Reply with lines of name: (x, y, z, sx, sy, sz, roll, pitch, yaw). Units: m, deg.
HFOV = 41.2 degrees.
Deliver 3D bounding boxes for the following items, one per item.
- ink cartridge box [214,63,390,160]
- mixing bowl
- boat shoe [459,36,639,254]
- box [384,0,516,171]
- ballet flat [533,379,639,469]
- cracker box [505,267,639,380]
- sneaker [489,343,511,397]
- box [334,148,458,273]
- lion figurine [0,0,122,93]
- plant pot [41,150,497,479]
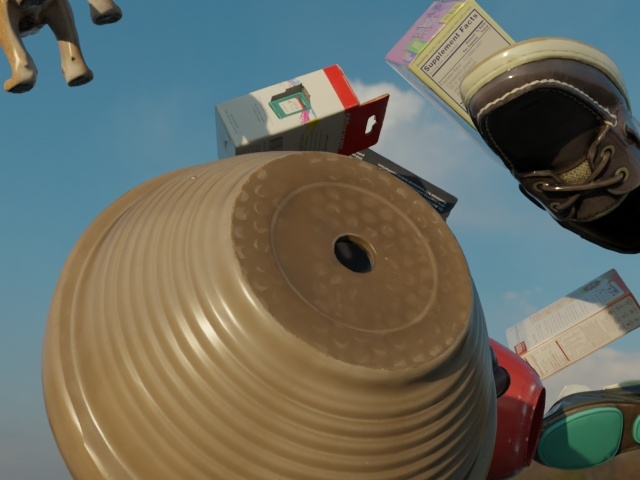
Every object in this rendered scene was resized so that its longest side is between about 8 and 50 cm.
ink cartridge box: (-0.027, -0.161, 1.202, 0.231, 0.078, 0.134, -21, -23, -15)
mixing bowl: (0.184, 0.187, 0.916, 0.098, 0.181, 0.181, 10, -14, 23)
boat shoe: (0.200, -0.059, 0.647, 0.103, 0.092, 0.285, -25, -28, 26)
box: (0.228, -0.211, 1.193, 0.243, 0.117, 0.213, 41, 8, -13)
ballet flat: (0.362, 0.222, 1.064, 0.280, 0.095, 0.096, -3, 20, -20)
cracker box: (0.447, 0.152, 1.511, 0.232, 0.067, 0.156, -32, 7, 15)
sneaker: (0.075, 0.129, 0.535, 0.162, 0.281, 0.106, -1, -38, -32)
box: (0.000, 0.000, 1.426, 0.343, 0.312, 0.179, 30, -31, 1)
lion figurine: (-0.312, -0.304, 0.891, 0.142, 0.240, 0.392, -18, -4, -33)
plant pot: (-0.004, 0.037, 0.406, 0.237, 0.237, 0.110, 9, -38, -22)
